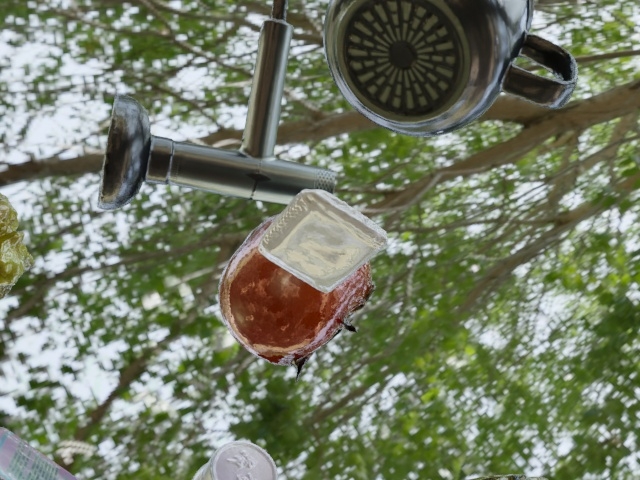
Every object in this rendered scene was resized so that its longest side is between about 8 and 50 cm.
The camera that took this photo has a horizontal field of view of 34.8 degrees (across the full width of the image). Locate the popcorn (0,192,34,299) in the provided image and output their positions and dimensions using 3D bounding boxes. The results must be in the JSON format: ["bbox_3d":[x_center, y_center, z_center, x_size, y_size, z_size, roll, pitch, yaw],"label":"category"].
[{"bbox_3d":[-0.390,0.025,1.071,0.197,0.197,0.156,-33,-88,37],"label":"popcorn"}]

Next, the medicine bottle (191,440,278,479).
[{"bbox_3d":[-0.175,0.485,1.864,0.152,0.152,0.255,46,-45,17],"label":"medicine bottle"}]

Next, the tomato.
[{"bbox_3d":[-0.041,0.077,1.632,0.224,0.256,0.256,40,-56,-2],"label":"tomato"}]

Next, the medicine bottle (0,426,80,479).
[{"bbox_3d":[-0.309,0.240,0.930,0.188,0.094,0.119,40,-81,-13],"label":"medicine bottle"}]

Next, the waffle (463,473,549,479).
[{"bbox_3d":[0.185,0.341,1.285,0.223,0.204,0.054,-14,-86,16],"label":"waffle"}]

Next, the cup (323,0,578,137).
[{"bbox_3d":[0.125,-0.181,0.912,0.223,0.176,0.169,25,-56,10],"label":"cup"}]

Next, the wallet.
[{"bbox_3d":[0.000,0.000,1.288,0.124,0.032,0.183,33,-36,-8],"label":"wallet"}]

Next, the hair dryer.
[{"bbox_3d":[-0.145,-0.178,1.407,0.156,0.320,0.284,134,-46,-68],"label":"hair dryer"}]
